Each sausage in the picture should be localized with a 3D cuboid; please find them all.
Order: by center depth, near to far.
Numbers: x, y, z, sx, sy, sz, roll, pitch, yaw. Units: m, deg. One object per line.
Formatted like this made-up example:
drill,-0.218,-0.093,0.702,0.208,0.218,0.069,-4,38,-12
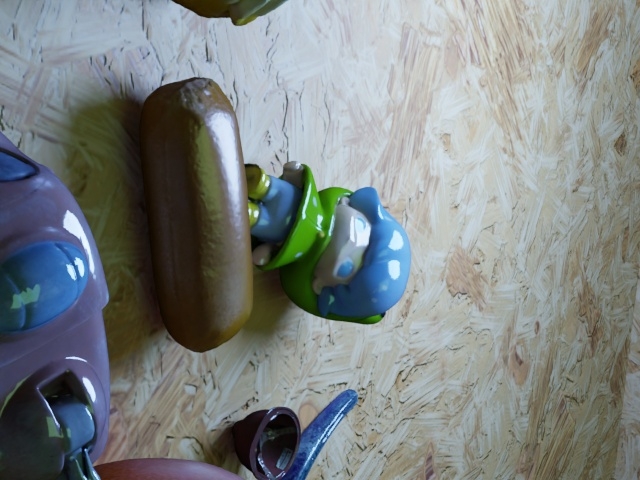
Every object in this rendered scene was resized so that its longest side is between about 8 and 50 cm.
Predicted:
sausage,-0.120,-0.023,0.948,0.105,0.105,0.274,-29,123,-48

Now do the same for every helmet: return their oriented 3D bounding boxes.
helmet,-0.073,0.230,1.129,0.089,0.057,0.111,-60,147,-20

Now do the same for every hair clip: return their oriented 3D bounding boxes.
hair clip,-0.021,0.290,1.235,0.275,0.048,0.083,-54,135,-32

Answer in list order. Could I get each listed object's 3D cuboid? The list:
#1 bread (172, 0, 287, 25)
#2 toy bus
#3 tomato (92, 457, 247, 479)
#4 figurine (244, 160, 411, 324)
bread,-0.118,-0.359,0.752,0.389,0.183,0.236,58,36,-23
toy bus,-0.249,0.059,0.669,0.197,0.231,0.294,-29,124,-48
tomato,-0.135,0.351,0.850,0.321,0.321,0.322,-22,117,-51
figurine,0.000,0.000,1.108,0.263,0.143,0.162,30,66,-37
